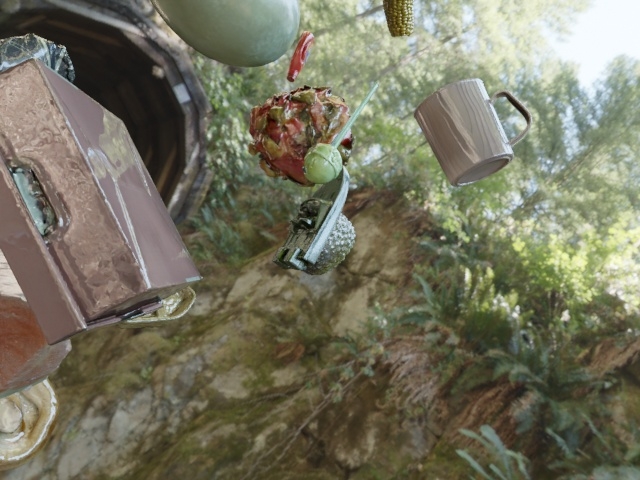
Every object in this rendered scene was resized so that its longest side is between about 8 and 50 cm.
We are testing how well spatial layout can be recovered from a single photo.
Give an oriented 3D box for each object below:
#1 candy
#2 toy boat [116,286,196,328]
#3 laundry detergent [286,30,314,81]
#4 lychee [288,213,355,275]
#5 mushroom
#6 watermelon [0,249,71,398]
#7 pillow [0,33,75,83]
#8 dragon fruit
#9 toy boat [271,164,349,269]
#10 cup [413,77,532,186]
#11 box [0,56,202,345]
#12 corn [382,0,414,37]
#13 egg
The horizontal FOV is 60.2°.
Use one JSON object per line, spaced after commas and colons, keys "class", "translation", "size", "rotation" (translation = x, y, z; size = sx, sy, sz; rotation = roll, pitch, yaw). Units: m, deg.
{"class": "candy", "translation": [0.062, -0.272, 1.340], "size": [0.093, 0.335, 0.092], "rotation": [38, -24, -15]}
{"class": "toy boat", "translation": [-0.379, 0.139, 1.257], "size": [0.061, 0.188, 0.116], "rotation": [-39, -118, 41]}
{"class": "laundry detergent", "translation": [-0.069, -0.593, 1.797], "size": [0.049, 0.165, 0.097], "rotation": [20, -15, 3]}
{"class": "lychee", "translation": [0.000, 0.000, 2.056], "size": [0.255, 0.275, 0.255], "rotation": [172, -90, -75]}
{"class": "mushroom", "translation": [-0.818, 0.448, 1.418], "size": [0.278, 0.278, 0.146], "rotation": [52, -43, 4]}
{"class": "watermelon", "translation": [-0.551, 0.131, 0.906], "size": [0.293, 0.251, 0.282], "rotation": [-13, -87, 64]}
{"class": "pillow", "translation": [-0.603, -0.275, 0.962], "size": [0.092, 0.335, 0.161], "rotation": [45, -46, 29]}
{"class": "dragon fruit", "translation": [-0.087, -0.297, 1.629], "size": [0.314, 0.263, 0.295], "rotation": [141, -57, -61]}
{"class": "toy boat", "translation": [-0.010, -0.066, 1.428], "size": [0.092, 0.319, 0.141], "rotation": [38, -20, -26]}
{"class": "cup", "translation": [0.465, -0.333, 1.680], "size": [0.208, 0.289, 0.273], "rotation": [115, -44, -69]}
{"class": "box", "translation": [-0.207, -0.031, 0.502], "size": [0.215, 0.086, 0.215], "rotation": [63, -2, 2]}
{"class": "corn", "translation": [0.221, -0.747, 1.590], "size": [0.102, 0.102, 0.310], "rotation": [29, -39, 38]}
{"class": "egg", "translation": [-0.201, -0.508, 1.118], "size": [0.352, 0.258, 0.258], "rotation": [36, -29, 0]}
